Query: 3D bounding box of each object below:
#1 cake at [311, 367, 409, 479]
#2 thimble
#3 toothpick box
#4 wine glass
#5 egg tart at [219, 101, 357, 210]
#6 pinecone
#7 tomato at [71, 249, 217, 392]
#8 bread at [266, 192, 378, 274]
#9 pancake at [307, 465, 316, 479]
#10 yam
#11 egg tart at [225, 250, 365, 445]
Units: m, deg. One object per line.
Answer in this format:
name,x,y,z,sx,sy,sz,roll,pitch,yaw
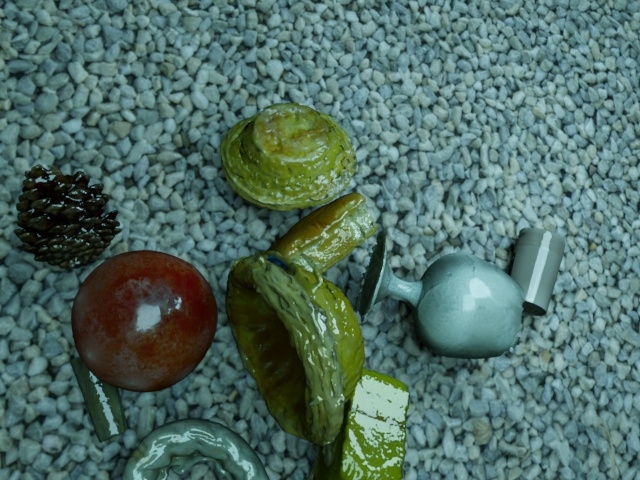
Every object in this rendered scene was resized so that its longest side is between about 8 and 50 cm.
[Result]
cake,0.078,0.389,1.349,0.156,0.179,0.261,19,56,-8
thimble,-0.232,0.476,1.246,0.291,0.195,0.292,2,77,-10
toothpick box,0.492,0.071,1.590,0.111,0.111,0.181,23,73,-10
wine glass,0.248,0.123,1.445,0.322,0.238,0.238,14,74,-7
egg tart,-0.067,-0.194,1.445,0.294,0.123,0.294,2,57,-2
pinecone,-0.483,-0.052,1.311,0.184,0.179,0.205,11,56,-36
tomato,-0.316,0.141,1.262,0.264,0.265,0.265,4,77,-15
bread,0.000,0.000,1.432,0.245,0.174,0.121,-34,88,-16
pancake,0.040,0.513,1.401,0.158,0.028,0.158,5,73,-17
yam,-0.415,0.291,1.302,0.068,0.068,0.169,-21,85,-19
egg tart,-0.040,0.188,1.277,0.169,0.388,0.388,-18,83,-28
